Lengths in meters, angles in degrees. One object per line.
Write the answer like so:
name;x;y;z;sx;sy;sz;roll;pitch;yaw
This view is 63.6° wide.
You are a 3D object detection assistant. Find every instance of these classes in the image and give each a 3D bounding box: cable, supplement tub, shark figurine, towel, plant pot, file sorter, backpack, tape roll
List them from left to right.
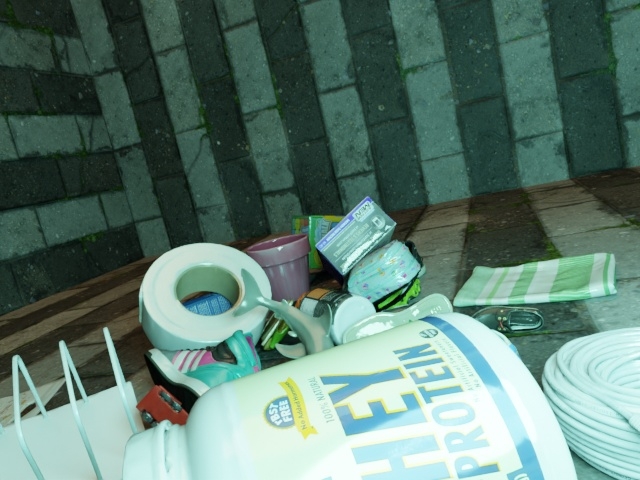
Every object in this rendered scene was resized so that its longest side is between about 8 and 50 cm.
file sorter;-0.413;0.271;0.751;0.277;0.173;0.193;-17;34;-23
tape roll;-0.258;0.139;1.167;0.285;0.100;0.286;10;44;-9
plant pot;-0.115;0.090;1.598;0.201;0.181;0.201;-13;10;2
shark figurine;-0.033;0.154;0.994;0.166;0.116;0.278;-7;42;-49
supplement tub;0.026;0.166;1.134;0.116;0.117;0.190;-18;10;-28
supplement tub;0.019;0.216;0.456;0.324;0.236;0.235;-16;9;-13
backpack;0.141;0.083;1.202;0.182;0.115;0.152;-35;13;29
towel;0.495;0.089;1.186;0.324;0.038;0.247;-8;11;31
cable;0.399;0.180;0.602;0.256;0.089;0.257;-15;8;-17

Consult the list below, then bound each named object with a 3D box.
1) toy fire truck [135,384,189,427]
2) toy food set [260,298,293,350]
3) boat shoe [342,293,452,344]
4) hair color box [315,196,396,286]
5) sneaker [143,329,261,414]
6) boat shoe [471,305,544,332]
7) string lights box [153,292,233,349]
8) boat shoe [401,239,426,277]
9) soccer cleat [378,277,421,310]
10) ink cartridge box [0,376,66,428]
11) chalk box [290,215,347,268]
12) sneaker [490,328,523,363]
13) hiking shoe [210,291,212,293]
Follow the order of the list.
toy fire truck;-0.222;0.288;0.808;0.192;0.135;0.047;31;67;26
toy food set;-0.096;0.197;1.202;0.133;0.038;0.192;-55;5;-10
boat shoe;0.153;0.178;1.051;0.232;0.084;0.079;-18;-12;-12
hair color box;0.095;0.019;1.406;0.185;0.110;0.339;-43;-10;-6
sneaker;-0.208;0.238;0.986;0.178;0.124;0.295;-26;22;-35
boat shoe;0.352;0.150;0.975;0.132;0.049;0.042;-6;3;18
string lights box;-0.279;0.205;1.267;0.259;0.134;0.076;-18;5;-33
boat shoe;0.194;0.079;1.433;0.127;0.113;0.340;-4;13;40
soccer cleat;0.199;0.131;1.289;0.072;0.060;0.179;-9;12;32
ink cartridge box;-0.636;0.373;0.961;0.260;0.066;0.296;-15;9;-6
chalk box;0.000;0.000;1.784;0.288;0.179;0.180;0;3;-25
sneaker;0.271;0.177;0.826;0.080;0.081;0.211;-16;8;-6
hiking shoe;-0.338;0.132;1.816;0.113;0.132;0.304;-15;9;-10
